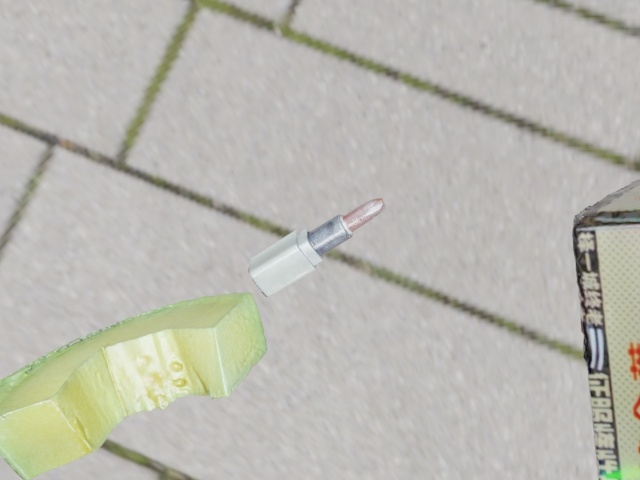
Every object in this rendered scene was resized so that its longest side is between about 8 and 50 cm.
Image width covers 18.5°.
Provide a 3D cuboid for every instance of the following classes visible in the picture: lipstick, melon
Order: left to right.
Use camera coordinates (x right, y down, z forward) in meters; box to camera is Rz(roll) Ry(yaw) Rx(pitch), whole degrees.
[{"bbox_3d":[-0.138,0.101,1.424,0.209,0.118,0.064,-21,104,-1],"label":"melon"},{"bbox_3d":[0.000,0.000,1.362,0.107,0.025,0.025,-32,116,15],"label":"lipstick"}]

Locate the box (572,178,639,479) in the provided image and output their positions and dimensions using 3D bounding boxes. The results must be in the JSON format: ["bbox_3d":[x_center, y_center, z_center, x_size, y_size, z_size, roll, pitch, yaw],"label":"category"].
[{"bbox_3d":[0.240,0.049,1.138,0.084,0.310,0.198,-2,101,26],"label":"box"}]
